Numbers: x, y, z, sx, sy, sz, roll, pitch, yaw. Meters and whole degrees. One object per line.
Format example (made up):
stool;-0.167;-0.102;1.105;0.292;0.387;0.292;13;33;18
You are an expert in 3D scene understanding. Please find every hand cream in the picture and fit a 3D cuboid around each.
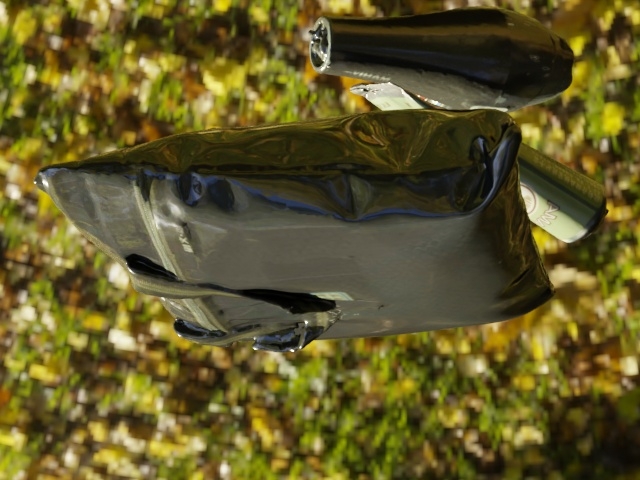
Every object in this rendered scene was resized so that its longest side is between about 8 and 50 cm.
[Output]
hand cream;0.133;-0.065;1.272;0.235;0.055;0.086;28;171;-19

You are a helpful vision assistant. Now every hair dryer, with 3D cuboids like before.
hair dryer;0.066;-0.122;1.395;0.235;0.091;0.271;2;160;-23

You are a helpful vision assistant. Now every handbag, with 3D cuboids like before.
handbag;0.000;0.000;0.760;0.211;0.089;0.254;-5;163;10
